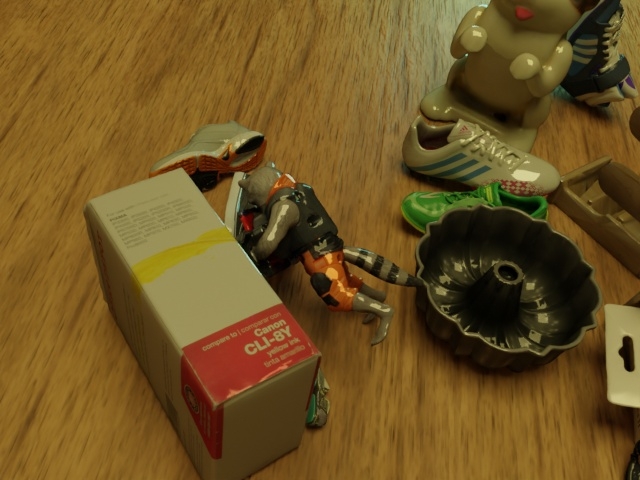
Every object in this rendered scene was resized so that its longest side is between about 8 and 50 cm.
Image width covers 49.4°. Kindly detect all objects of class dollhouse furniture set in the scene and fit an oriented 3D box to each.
[{"bbox_3d":[0.652,-0.164,1.335,0.362,0.394,0.256,-24,56,-27],"label":"dollhouse furniture set"}]

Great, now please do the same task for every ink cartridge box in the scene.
[{"bbox_3d":[0.634,0.240,1.140,0.353,0.119,0.207,10,52,9],"label":"ink cartridge box"},{"bbox_3d":[-0.181,0.125,1.016,0.160,0.279,0.385,-24,57,-26],"label":"ink cartridge box"}]

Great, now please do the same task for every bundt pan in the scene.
[{"bbox_3d":[0.315,0.094,1.233,0.330,0.124,0.331,5,48,-5],"label":"bundt pan"}]

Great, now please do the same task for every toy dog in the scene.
[{"bbox_3d":[0.460,-0.444,1.539,0.395,0.408,0.284,-34,62,-32],"label":"toy dog"}]

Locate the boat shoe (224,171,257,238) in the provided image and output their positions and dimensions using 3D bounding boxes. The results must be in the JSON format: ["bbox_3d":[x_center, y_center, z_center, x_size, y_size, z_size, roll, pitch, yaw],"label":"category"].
[{"bbox_3d":[-0.139,-0.044,1.315,0.076,0.080,0.228,6,41,-3],"label":"boat shoe"}]

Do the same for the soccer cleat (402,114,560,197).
[{"bbox_3d":[0.328,-0.173,1.428,0.331,0.143,0.116,12,49,14],"label":"soccer cleat"}]

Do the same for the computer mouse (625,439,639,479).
[{"bbox_3d":[0.539,0.404,1.005,0.184,0.060,0.262,-9,68,33],"label":"computer mouse"}]

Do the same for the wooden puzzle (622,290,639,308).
[{"bbox_3d":[0.649,0.112,1.181,0.238,0.221,0.044,12,65,3],"label":"wooden puzzle"}]

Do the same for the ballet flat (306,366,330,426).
[{"bbox_3d":[-0.004,0.245,1.109,0.041,0.041,0.114,4,49,-6],"label":"ballet flat"}]

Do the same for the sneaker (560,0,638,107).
[{"bbox_3d":[0.685,-0.448,1.639,0.236,0.323,0.130,42,64,7],"label":"sneaker"}]

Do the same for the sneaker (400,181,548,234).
[{"bbox_3d":[0.305,-0.070,1.375,0.295,0.123,0.109,5,48,-4],"label":"sneaker"}]

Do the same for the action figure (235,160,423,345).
[{"bbox_3d":[0.000,0.000,1.170,0.330,0.178,0.341,47,16,-3],"label":"action figure"}]

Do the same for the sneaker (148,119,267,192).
[{"bbox_3d":[-0.242,-0.172,1.403,0.262,0.099,0.121,-25,50,-37],"label":"sneaker"}]
